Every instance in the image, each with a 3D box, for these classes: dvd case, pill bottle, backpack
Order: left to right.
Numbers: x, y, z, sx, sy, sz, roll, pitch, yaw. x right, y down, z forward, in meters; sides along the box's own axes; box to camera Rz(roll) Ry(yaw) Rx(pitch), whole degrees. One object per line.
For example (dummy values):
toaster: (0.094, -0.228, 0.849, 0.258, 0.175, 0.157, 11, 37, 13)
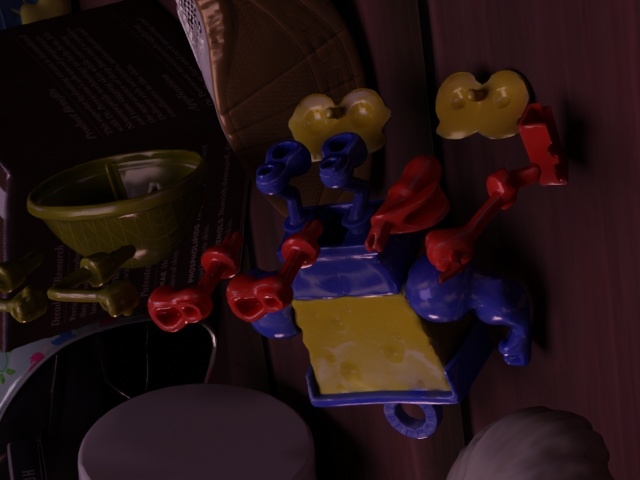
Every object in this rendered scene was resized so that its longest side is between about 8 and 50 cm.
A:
dvd case: (-0.206, 0.296, 1.330, 0.179, 0.029, 0.239, -112, 18, -53)
backpack: (-0.207, 0.121, 1.438, 0.191, 0.225, 0.253, 52, 135, 32)
pill bottle: (-0.086, 0.308, 1.352, 0.210, 0.210, 0.363, 34, 133, 47)

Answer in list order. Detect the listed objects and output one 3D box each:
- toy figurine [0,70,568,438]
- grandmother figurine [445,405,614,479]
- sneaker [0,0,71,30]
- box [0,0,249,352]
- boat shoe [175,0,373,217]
toy figurine: (-0.005, 0.054, 1.072, 0.362, 0.191, 0.217, -6, 127, 29)
grandmother figurine: (0.119, 0.248, 0.864, 0.208, 0.104, 0.342, -4, 100, 31)
sneaker: (-0.255, -0.128, 1.473, 0.091, 0.126, 0.240, -17, 90, 60)
box: (-0.179, -0.054, 1.313, 0.168, 0.203, 0.167, 47, 142, 37)
boat shoe: (-0.041, -0.146, 1.159, 0.096, 0.098, 0.277, -128, 17, -79)
